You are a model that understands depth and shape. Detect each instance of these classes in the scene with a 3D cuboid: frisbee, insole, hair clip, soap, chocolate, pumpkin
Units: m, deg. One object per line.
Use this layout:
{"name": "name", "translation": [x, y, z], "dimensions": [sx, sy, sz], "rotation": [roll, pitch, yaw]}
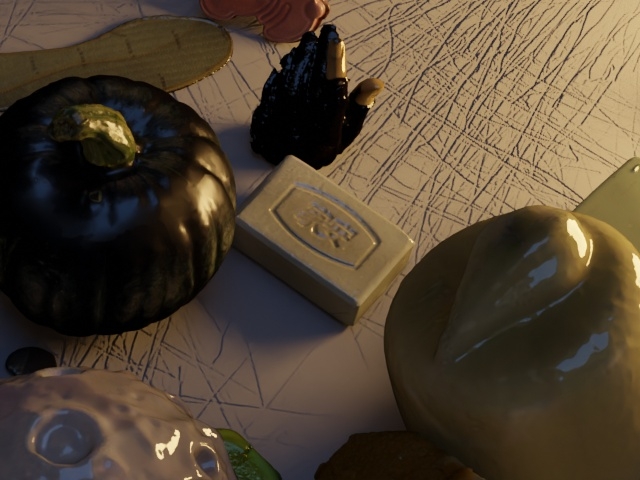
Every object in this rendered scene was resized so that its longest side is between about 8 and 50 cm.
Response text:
{"name": "frisbee", "translation": [-0.295, 0.216, 1.884], "dimensions": [0.187, 0.012, 0.211], "rotation": [-35, 69, -28]}
{"name": "insole", "translation": [-0.268, -0.212, 2.179], "dimensions": [0.348, 0.009, 0.119], "rotation": [-11, 60, -19]}
{"name": "hair clip", "translation": [-0.068, -0.304, 2.224], "dimensions": [0.138, 0.123, 0.102], "rotation": [47, 35, 22]}
{"name": "soap", "translation": [0.000, 0.000, 2.059], "dimensions": [0.183, 0.064, 0.121], "rotation": [34, 59, 13]}
{"name": "chocolate", "translation": [0.209, 0.133, 1.816], "dimensions": [0.314, 0.297, 0.326], "rotation": [-10, 52, 22]}
{"name": "pumpkin", "translation": [-0.227, -0.061, 1.927], "dimensions": [0.296, 0.296, 0.296], "rotation": [5, 56, -8]}

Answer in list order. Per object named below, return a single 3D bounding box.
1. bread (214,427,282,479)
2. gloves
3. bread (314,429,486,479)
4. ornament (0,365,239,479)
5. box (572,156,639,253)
{"name": "bread", "translation": [-0.100, 0.263, 1.856], "dimensions": [0.139, 0.071, 0.130], "rotation": [27, 52, 9]}
{"name": "gloves", "translation": [-0.007, -0.163, 2.095], "dimensions": [0.129, 0.180, 0.106], "rotation": [30, 56, 10]}
{"name": "bread", "translation": [0.062, 0.346, 1.698], "dimensions": [0.279, 0.250, 0.225], "rotation": [-45, 116, -14]}
{"name": "ornament", "translation": [-0.220, 0.279, 1.650], "dimensions": [0.337, 0.337, 0.337], "rotation": [5, 56, -8]}
{"name": "box", "translation": [0.337, 0.016, 2.076], "dimensions": [0.148, 0.129, 0.210], "rotation": [39, 59, 16]}
